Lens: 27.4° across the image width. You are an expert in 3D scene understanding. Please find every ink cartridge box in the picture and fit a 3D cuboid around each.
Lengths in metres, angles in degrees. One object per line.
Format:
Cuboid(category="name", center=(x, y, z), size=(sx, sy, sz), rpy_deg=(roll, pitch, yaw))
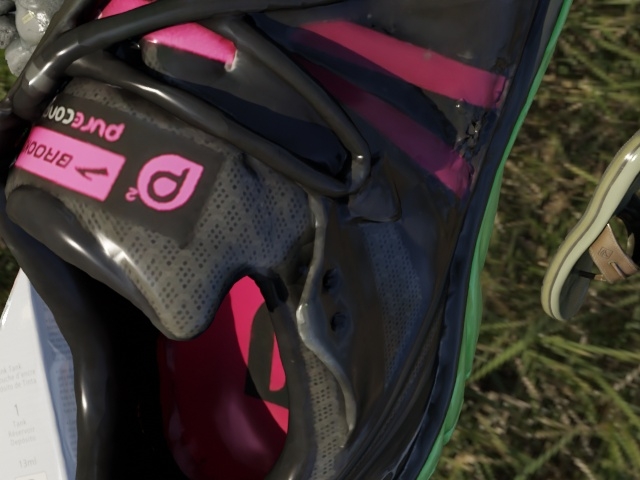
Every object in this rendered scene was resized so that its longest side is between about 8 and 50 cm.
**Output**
Cuboid(category="ink cartridge box", center=(-0.218, 0.085, 1.313), size=(0.308, 0.091, 0.385), rpy_deg=(-2, 77, -63))

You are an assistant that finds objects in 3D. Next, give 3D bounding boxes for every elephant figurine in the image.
Cuboid(category="elephant figurine", center=(-0.306, -0.315, 1.695), size=(0.239, 0.169, 0.186), rpy_deg=(-26, 72, -42))

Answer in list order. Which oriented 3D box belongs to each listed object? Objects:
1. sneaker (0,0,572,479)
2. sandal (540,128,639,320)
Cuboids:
Cuboid(category="sneaker", center=(-0.016, -0.064, 0.488), size=(0.202, 0.185, 0.483), rpy_deg=(-29, 127, -55))
Cuboid(category="sandal", center=(0.324, -0.006, 1.438), size=(0.086, 0.303, 0.120), rpy_deg=(34, 49, 12))
